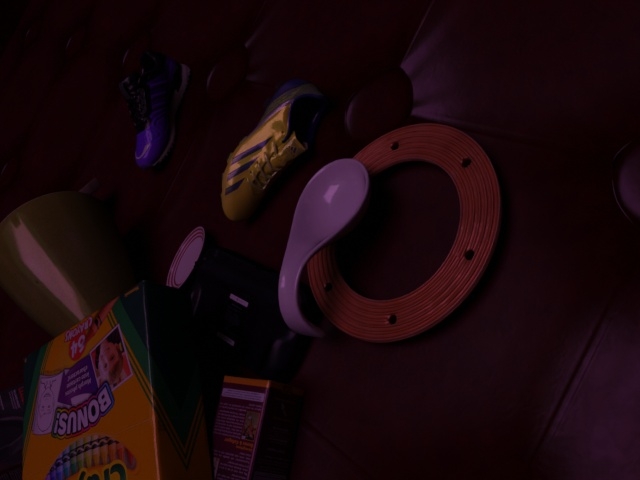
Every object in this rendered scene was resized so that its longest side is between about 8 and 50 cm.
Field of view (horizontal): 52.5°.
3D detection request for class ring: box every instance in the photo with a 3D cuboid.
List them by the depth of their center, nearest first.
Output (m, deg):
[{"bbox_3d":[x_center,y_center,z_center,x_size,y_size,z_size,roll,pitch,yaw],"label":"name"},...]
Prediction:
[{"bbox_3d":[0.114,-0.014,0.952,0.336,0.032,0.337,-21,56,35],"label":"ring"}]

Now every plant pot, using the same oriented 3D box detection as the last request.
[{"bbox_3d":[-0.491,0.094,1.335,0.293,0.274,0.275,45,103,30],"label":"plant pot"}]

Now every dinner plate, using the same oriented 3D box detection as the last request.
[{"bbox_3d":[-0.260,0.039,1.273,0.141,0.017,0.141,-39,35,34],"label":"dinner plate"}]

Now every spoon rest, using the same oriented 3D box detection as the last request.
[{"bbox_3d":[0.000,0.000,0.966,0.137,0.084,0.277,0,69,43],"label":"spoon rest"}]

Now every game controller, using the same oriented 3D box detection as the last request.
[{"bbox_3d":[-0.132,0.118,1.111,0.319,0.067,0.167,20,99,47],"label":"game controller"}]

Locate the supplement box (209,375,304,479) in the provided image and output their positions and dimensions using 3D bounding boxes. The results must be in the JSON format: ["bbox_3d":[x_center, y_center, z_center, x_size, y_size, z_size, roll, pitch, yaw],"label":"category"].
[{"bbox_3d":[-0.102,0.303,0.962,0.104,0.080,0.188,-5,67,42],"label":"supplement box"}]

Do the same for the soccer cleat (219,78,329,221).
[{"bbox_3d":[-0.085,-0.157,1.169,0.121,0.093,0.289,32,94,40],"label":"soccer cleat"}]

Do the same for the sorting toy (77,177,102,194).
[{"bbox_3d":[-0.638,0.002,1.553,0.255,0.089,0.257,-33,17,34],"label":"sorting toy"}]

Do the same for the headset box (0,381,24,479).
[{"bbox_3d":[-0.666,0.427,1.320,0.218,0.293,0.110,44,144,45],"label":"headset box"}]

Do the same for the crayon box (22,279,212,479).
[{"bbox_3d":[-0.346,0.283,1.048,0.362,0.106,0.313,-30,57,31],"label":"crayon box"}]

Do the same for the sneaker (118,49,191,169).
[{"bbox_3d":[-0.410,-0.312,1.513,0.102,0.146,0.294,-10,63,41],"label":"sneaker"}]
